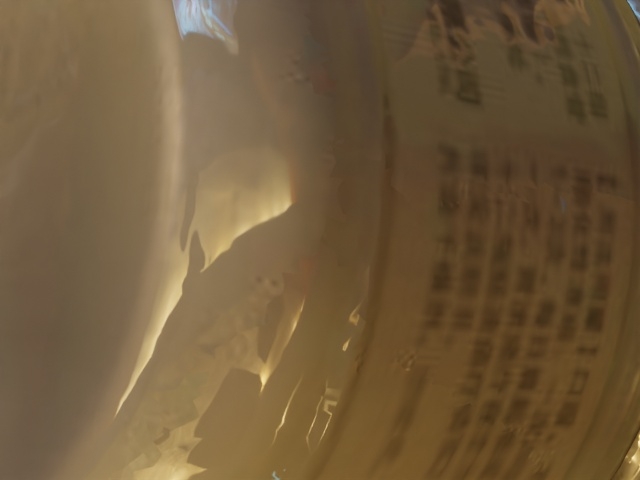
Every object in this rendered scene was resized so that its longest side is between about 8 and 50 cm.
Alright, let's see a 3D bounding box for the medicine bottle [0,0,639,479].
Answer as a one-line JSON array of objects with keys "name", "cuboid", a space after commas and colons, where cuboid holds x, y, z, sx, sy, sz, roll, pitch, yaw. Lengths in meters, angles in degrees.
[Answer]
[{"name": "medicine bottle", "cuboid": [0.000, 0.000, 0.595, 0.306, 0.245, 0.245, 8, 144, -47]}]
